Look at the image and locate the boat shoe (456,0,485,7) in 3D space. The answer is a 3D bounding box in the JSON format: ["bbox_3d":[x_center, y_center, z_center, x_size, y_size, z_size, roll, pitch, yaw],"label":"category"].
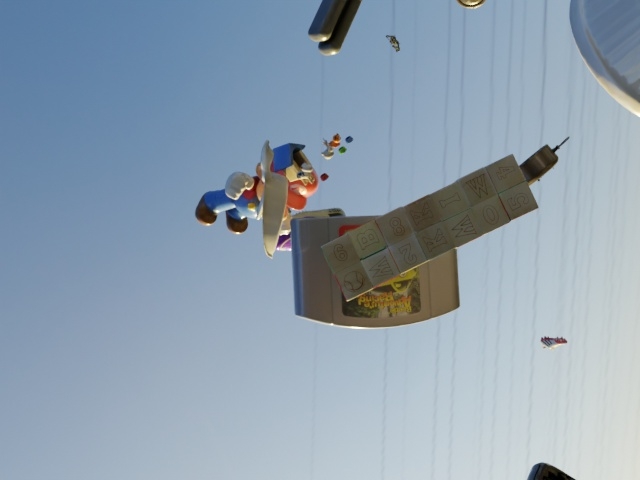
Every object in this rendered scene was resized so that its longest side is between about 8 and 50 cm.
[{"bbox_3d":[0.320,-0.682,1.679,0.307,0.111,0.104,70,-149,-48],"label":"boat shoe"}]

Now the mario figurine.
[{"bbox_3d":[-0.129,-0.071,1.546,0.198,0.320,0.170,-31,-83,-42],"label":"mario figurine"}]

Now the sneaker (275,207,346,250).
[{"bbox_3d":[0.001,-0.001,2.000,0.293,0.146,0.102,-15,-29,-44],"label":"sneaker"}]

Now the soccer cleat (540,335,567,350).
[{"bbox_3d":[0.606,0.268,1.930,0.029,0.083,0.035,-12,-86,-34],"label":"soccer cleat"}]

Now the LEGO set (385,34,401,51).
[{"bbox_3d":[0.197,-0.528,1.979,0.054,0.023,0.083,51,-169,-10],"label":"LEGO set"}]

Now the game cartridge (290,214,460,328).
[{"bbox_3d":[0.098,0.054,1.289,0.060,0.294,0.196,179,89,-80],"label":"game cartridge"}]

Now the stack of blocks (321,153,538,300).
[{"bbox_3d":[0.155,-0.018,1.110,0.087,0.297,0.171,64,-176,1],"label":"stack of blocks"}]

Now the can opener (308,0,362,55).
[{"bbox_3d":[0.063,-0.464,1.356,0.074,0.093,0.280,45,-117,-44],"label":"can opener"}]

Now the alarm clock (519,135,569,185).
[{"bbox_3d":[0.540,-0.189,1.838,0.192,0.064,0.129,-45,-7,28],"label":"alarm clock"}]

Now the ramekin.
[{"bbox_3d":[0.492,-0.300,1.030,0.273,0.127,0.273,10,-116,-20],"label":"ramekin"}]

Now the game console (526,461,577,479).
[{"bbox_3d":[0.379,0.454,0.914,0.386,0.342,0.060,-18,-46,-63],"label":"game console"}]

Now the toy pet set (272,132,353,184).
[{"bbox_3d":[-0.022,-0.156,1.312,0.065,0.114,0.122,54,-134,-25],"label":"toy pet set"}]

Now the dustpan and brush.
[{"bbox_3d":[-0.088,-0.089,1.300,0.211,0.060,0.147,109,168,-45],"label":"dustpan and brush"}]
